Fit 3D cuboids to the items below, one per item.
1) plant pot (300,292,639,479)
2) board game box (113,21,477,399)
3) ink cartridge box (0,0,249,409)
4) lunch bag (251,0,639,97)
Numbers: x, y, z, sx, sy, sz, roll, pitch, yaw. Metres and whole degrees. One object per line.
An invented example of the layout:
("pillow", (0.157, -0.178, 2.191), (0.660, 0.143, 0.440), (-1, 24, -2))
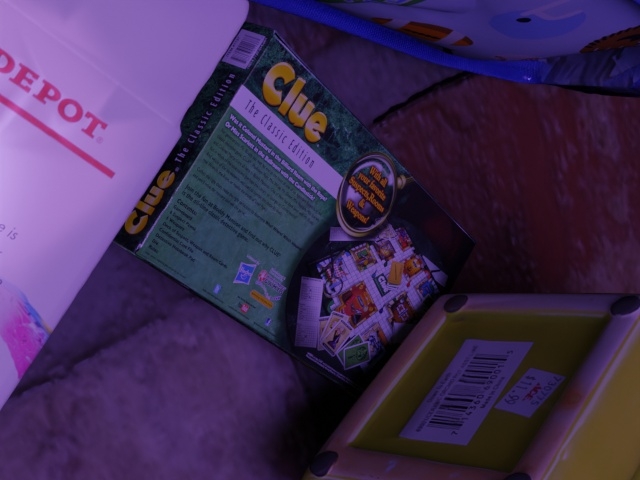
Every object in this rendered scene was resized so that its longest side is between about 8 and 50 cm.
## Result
("plant pot", (0.132, 0.157, 0.661), (0.228, 0.227, 0.207), (-48, 119, -32))
("board game box", (0.000, 0.000, 0.654), (0.136, 0.030, 0.259), (-57, 139, -6))
("ink cartridge box", (-0.216, -0.030, 0.534), (0.207, 0.119, 0.353), (37, 81, -27))
("lunch bag", (0.132, -0.258, 0.598), (0.385, 0.239, 0.328), (5, 92, -58))
